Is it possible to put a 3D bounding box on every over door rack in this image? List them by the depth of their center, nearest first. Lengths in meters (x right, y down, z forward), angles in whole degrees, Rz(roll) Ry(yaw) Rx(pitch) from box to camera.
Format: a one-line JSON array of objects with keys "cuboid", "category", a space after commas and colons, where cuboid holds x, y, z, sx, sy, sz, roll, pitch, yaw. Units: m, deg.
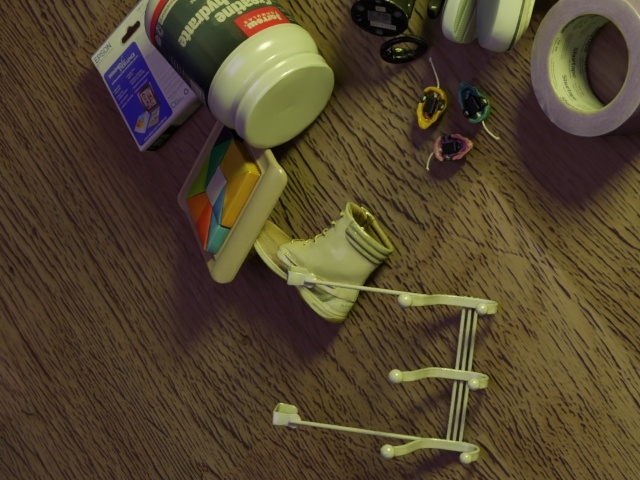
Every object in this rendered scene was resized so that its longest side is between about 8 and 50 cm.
[{"cuboid": [0.078, 0.181, 1.825, 0.324, 0.108, 0.239, 9, 97, 19], "category": "over door rack"}]

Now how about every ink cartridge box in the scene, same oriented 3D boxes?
[{"cuboid": [-0.276, -0.292, 2.139, 0.206, 0.045, 0.208, -41, 70, 31], "category": "ink cartridge box"}]

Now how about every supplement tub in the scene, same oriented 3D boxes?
[{"cuboid": [-0.125, -0.291, 1.938, 0.272, 0.191, 0.191, 49, 118, 24], "category": "supplement tub"}]

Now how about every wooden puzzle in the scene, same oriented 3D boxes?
[{"cuboid": [-0.152, -0.082, 2.014, 0.221, 0.044, 0.238, -60, 37, 22], "category": "wooden puzzle"}]

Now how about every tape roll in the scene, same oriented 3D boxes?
[{"cuboid": [0.367, -0.227, 1.626, 0.189, 0.080, 0.188, 10, 103, 49], "category": "tape roll"}]

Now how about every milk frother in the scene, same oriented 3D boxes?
[{"cuboid": [0.112, -0.346, 1.828, 0.143, 0.129, 0.134, 120, 169, -62], "category": "milk frother"}]

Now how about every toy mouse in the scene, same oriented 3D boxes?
[{"cuboid": [0.202, -0.166, 1.805, 0.143, 0.031, 0.161, 22, 105, 34], "category": "toy mouse"}]

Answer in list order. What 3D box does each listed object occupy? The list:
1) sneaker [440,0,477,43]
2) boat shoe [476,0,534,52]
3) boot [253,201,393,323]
[{"cuboid": [0.215, -0.402, 1.758, 0.091, 0.094, 0.258, 25, 99, 44], "category": "sneaker"}, {"cuboid": [0.309, -0.407, 1.640, 0.136, 0.157, 0.367, 144, 140, -77], "category": "boat shoe"}, {"cuboid": [0.000, 0.000, 1.935, 0.213, 0.077, 0.165, 45, 117, 20], "category": "boot"}]
